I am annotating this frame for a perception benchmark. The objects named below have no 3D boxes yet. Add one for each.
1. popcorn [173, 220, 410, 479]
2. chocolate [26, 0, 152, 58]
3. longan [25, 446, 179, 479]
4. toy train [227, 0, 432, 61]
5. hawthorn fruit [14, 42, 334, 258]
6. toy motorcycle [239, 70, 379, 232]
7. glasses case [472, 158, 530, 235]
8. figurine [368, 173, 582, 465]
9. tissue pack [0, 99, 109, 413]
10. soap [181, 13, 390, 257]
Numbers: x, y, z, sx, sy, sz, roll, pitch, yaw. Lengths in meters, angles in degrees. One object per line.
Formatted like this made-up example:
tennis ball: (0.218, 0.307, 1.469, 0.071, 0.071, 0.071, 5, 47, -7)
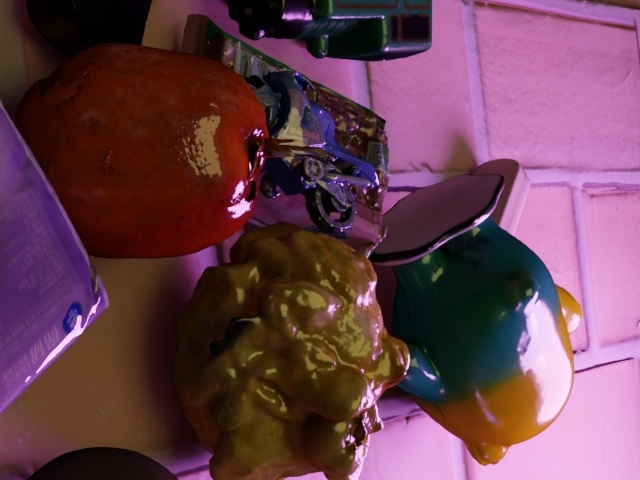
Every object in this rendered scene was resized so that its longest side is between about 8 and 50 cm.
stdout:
popcorn: (-0.032, 0.130, 1.477, 0.215, 0.252, 0.286, -104, -150, -77)
chocolate: (-0.229, -0.236, 1.400, 0.149, 0.080, 0.125, -58, 140, -47)
longan: (-0.201, 0.291, 1.264, 0.196, 0.196, 0.220, 50, 43, -35)
toy train: (0.007, -0.331, 1.645, 0.429, 0.178, 0.249, -14, 105, -52)
hawthorn fruit: (-0.136, -0.084, 1.332, 0.211, 0.299, 0.211, -2, 90, -80)
toy motorcycle: (-0.021, -0.104, 1.462, 0.205, 0.076, 0.114, 50, 49, -19)
glasses case: (0.230, -0.029, 1.938, 0.050, 0.083, 0.196, 49, 51, -35)
figurine: (0.204, 0.107, 1.771, 0.323, 0.231, 0.340, -42, 116, -31)
tissue pack: (-0.356, 0.051, 1.131, 0.338, 0.160, 0.242, -47, 122, -45)
soap: (-0.043, -0.108, 1.554, 0.273, 0.098, 0.218, 25, 63, -34)
